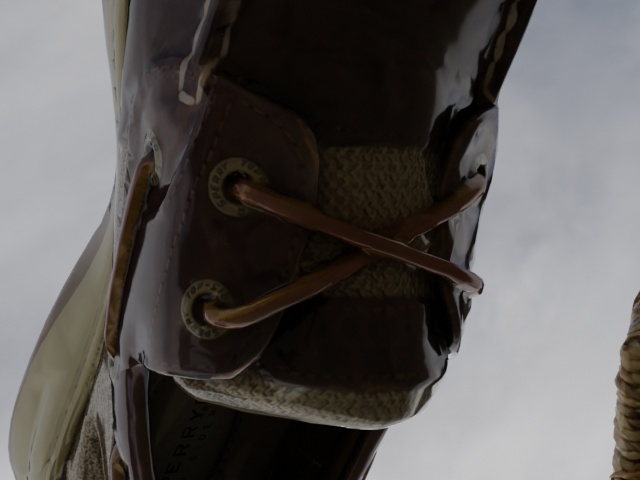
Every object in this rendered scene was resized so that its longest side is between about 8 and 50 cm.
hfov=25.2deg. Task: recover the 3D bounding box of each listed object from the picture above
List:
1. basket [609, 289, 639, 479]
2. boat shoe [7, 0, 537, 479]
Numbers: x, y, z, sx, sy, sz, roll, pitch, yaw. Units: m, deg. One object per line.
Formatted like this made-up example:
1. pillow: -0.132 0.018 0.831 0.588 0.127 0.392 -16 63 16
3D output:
1. basket: 0.236 0.123 0.832 0.223 0.213 0.299 36 -148 4
2. boat shoe: 0.000 0.000 0.379 0.123 0.342 0.123 2 -140 -31
